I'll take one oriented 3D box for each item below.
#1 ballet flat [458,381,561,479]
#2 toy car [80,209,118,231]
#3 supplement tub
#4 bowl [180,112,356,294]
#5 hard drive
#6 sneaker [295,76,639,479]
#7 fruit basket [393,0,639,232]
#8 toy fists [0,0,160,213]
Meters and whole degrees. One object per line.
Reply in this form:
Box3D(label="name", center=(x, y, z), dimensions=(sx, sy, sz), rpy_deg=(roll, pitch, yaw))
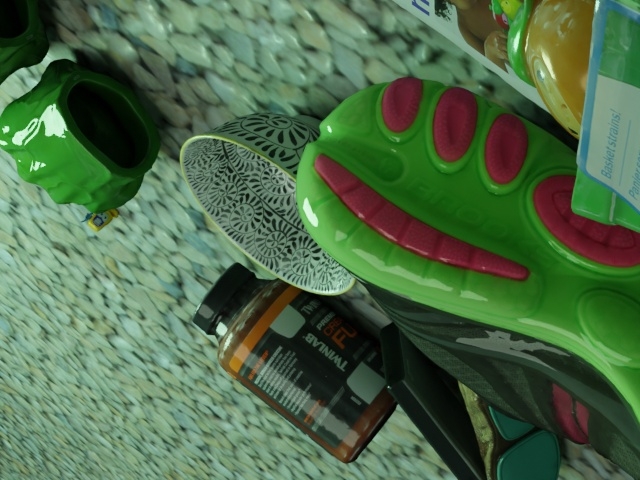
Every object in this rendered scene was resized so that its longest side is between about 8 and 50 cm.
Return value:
Box3D(label="ballet flat", center=(0.157, 0.149, 1.415), dimensions=(0.067, 0.073, 0.206), rpy_deg=(55, 167, 41))
Box3D(label="toy car", center=(-0.240, -0.056, 1.651), dimensions=(0.122, 0.040, 0.060), rpy_deg=(50, 154, -20))
Box3D(label="supplement tub", center=(-0.020, 0.106, 1.527), dimensions=(0.198, 0.106, 0.106), rpy_deg=(37, 156, 6))
Box3D(label="bowl", center=(-0.019, -0.044, 1.301), dimensions=(0.170, 0.080, 0.170), rpy_deg=(33, 155, 17))
Box3D(label="hard drive", center=(0.097, 0.144, 1.457), dimensions=(0.135, 0.022, 0.094), rpy_deg=(52, -164, -25))
Box3D(label="sneaker", center=(0.204, 0.063, 1.102), dimensions=(0.482, 0.185, 0.202), rpy_deg=(38, 174, 13))
Box3D(label="fruit basket", center=(0.124, -0.146, 0.828), dimensions=(0.353, 0.165, 0.327), rpy_deg=(34, 155, 22))
Box3D(label="toy fists", center=(-0.258, -0.142, 1.471), dimensions=(0.279, 0.096, 0.142), rpy_deg=(48, 145, -13))
